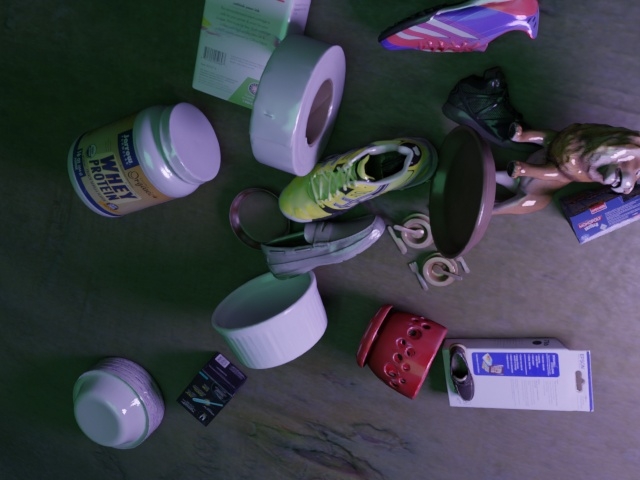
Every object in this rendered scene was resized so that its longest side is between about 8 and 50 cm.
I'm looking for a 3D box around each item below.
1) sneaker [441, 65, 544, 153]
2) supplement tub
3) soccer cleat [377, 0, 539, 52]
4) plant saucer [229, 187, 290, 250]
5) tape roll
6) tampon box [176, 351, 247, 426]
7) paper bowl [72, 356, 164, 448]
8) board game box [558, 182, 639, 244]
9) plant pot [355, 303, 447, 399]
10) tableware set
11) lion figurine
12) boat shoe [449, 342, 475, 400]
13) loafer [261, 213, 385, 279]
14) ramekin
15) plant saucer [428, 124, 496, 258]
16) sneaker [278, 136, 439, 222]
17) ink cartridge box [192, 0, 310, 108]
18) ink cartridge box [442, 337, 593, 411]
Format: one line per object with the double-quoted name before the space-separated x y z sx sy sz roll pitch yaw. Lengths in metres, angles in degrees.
"sneaker" 0.377 -0.271 1.244 0.227 0.087 0.130 32 123 12
"supplement tub" -0.430 -0.199 1.487 0.316 0.228 0.228 -14 104 24
"soccer cleat" 0.274 -0.422 1.219 0.318 0.108 0.116 -11 109 21
"plant saucer" -0.152 -0.056 1.550 0.168 0.029 0.168 7 112 18
"tape roll" -0.044 -0.284 1.282 0.100 0.286 0.286 21 115 12
"tampon box" -0.313 0.430 1.749 0.120 0.101 0.161 41 118 2
"paper bowl" -0.644 0.519 1.879 0.284 0.148 0.284 7 112 19
"board game box" 0.566 -0.071 1.212 0.194 0.194 0.060 -24 97 6
"plant pot" 0.189 0.259 1.453 0.174 0.191 0.191 26 116 13
"tableware set" 0.254 0.027 1.426 0.128 0.039 0.194 -27 98 26
"lion figurine" 0.447 -0.129 1.207 0.240 0.392 0.142 5 80 -11
"boat shoe" 0.331 0.319 1.432 0.056 0.049 0.152 -11 105 24
"loafer" 0.000 0.000 1.460 0.319 0.112 0.111 -22 112 20
"ramekin" -0.118 0.193 1.500 0.277 0.277 0.135 -14 112 24
"plant saucer" 0.292 -0.099 1.255 0.041 0.278 0.278 4 113 -11
"sneaker" 0.064 -0.148 1.353 0.384 0.147 0.145 -21 81 21
"ink cartridge box" -0.144 -0.485 1.336 0.207 0.119 0.353 22 116 12
"ink cartridge box" 0.467 0.318 1.444 0.332 0.065 0.165 -2 108 22
